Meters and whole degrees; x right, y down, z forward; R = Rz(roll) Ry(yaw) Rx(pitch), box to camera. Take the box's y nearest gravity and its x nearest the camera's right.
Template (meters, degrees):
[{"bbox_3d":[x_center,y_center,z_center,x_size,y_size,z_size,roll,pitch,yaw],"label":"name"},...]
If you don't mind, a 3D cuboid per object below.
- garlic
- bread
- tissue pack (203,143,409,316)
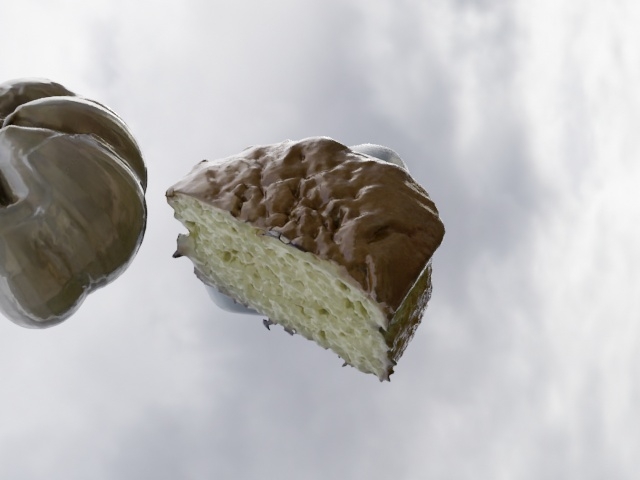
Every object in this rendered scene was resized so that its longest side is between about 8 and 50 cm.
[{"bbox_3d":[-0.253,-0.052,1.215,0.203,0.185,0.281,60,-145,-39],"label":"garlic"},{"bbox_3d":[0.000,0.000,0.984,0.139,0.229,0.143,-40,-38,-33],"label":"bread"},{"bbox_3d":[-0.027,-0.006,1.893,0.236,0.333,0.229,-69,-29,-56],"label":"tissue pack"}]
